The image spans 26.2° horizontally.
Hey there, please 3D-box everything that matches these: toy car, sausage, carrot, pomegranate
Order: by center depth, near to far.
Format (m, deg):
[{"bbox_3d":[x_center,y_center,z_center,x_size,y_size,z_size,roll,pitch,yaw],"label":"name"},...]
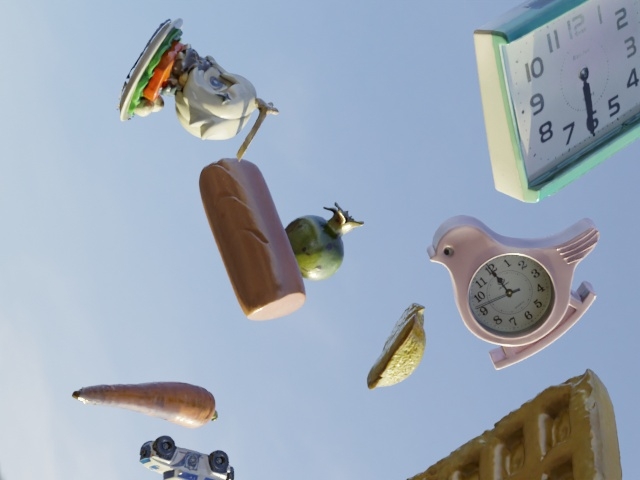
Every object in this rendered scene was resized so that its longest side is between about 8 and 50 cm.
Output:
[{"bbox_3d":[-0.233,0.211,1.846,0.061,0.257,0.061,-15,-113,39],"label":"carrot"},{"bbox_3d":[-0.228,0.388,2.365,0.080,0.171,0.070,-29,-134,57],"label":"toy car"},{"bbox_3d":[-0.122,-0.008,2.374,0.304,0.121,0.121,69,-28,25],"label":"sausage"},{"bbox_3d":[-0.007,-0.003,2.832,0.169,0.148,0.148,-60,-152,4],"label":"pomegranate"}]

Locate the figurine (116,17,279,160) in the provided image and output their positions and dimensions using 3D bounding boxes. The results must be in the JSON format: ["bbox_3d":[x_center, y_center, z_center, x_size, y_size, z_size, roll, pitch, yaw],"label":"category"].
[{"bbox_3d":[-0.126,-0.149,1.480,0.132,0.154,0.132,-59,-179,2],"label":"figurine"}]

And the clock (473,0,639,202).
[{"bbox_3d":[0.298,-0.204,1.705,0.116,0.262,0.231,17,-49,48],"label":"clock"}]

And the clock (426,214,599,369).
[{"bbox_3d":[0.357,0.044,2.423,0.275,0.290,0.080,54,8,-10],"label":"clock"}]

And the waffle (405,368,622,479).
[{"bbox_3d":[0.154,0.249,1.159,0.248,0.055,0.221,-39,-155,32],"label":"waffle"}]

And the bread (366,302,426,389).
[{"bbox_3d":[0.151,0.203,2.566,0.187,0.065,0.149,-59,-171,24],"label":"bread"}]
